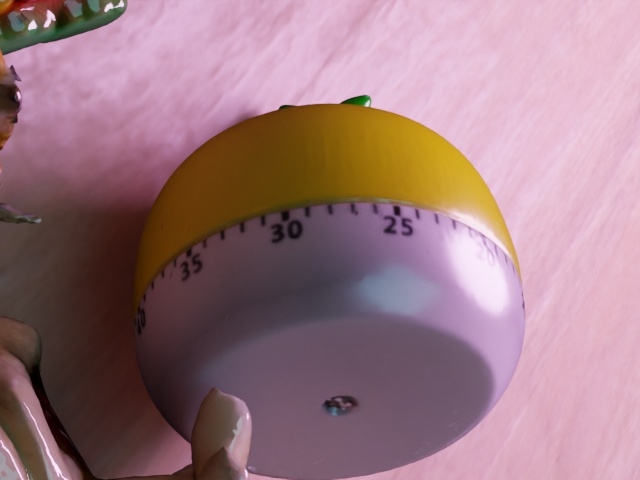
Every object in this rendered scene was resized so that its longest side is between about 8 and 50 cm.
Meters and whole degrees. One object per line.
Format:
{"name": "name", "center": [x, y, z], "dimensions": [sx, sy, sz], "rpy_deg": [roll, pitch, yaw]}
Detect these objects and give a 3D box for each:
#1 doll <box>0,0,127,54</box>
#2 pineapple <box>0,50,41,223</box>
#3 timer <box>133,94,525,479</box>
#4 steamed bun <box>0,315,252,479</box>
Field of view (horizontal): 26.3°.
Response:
{"name": "doll", "center": [-0.215, -0.282, 0.759], "dimensions": [0.183, 0.160, 0.363], "rpy_deg": [-21, 107, -22]}
{"name": "pineapple", "center": [-0.290, -0.033, 0.591], "dimensions": [0.286, 0.209, 0.344], "rpy_deg": [-11, 122, -44]}
{"name": "timer", "center": [0.000, 0.000, 0.946], "dimensions": [0.285, 0.285, 0.285], "rpy_deg": [-5, 98, -42]}
{"name": "steamed bun", "center": [-0.106, 0.234, 0.842], "dimensions": [0.189, 0.247, 0.427], "rpy_deg": [-24, 107, -28]}
